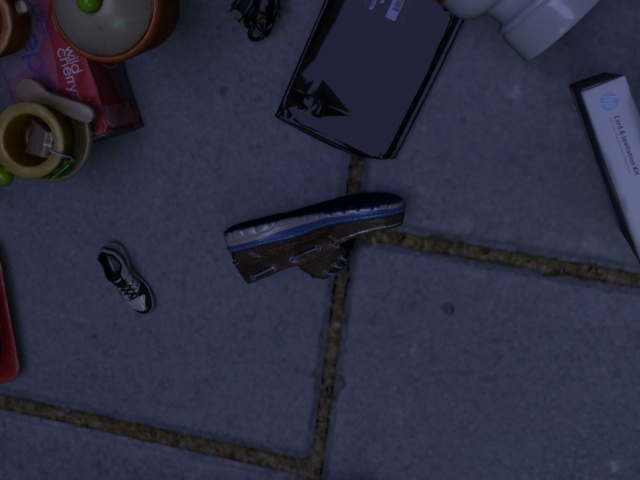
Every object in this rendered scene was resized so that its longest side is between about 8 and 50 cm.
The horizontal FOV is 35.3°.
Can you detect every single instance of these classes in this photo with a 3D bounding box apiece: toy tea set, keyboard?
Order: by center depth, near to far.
[{"bbox_3d":[-0.267,-0.157,0.866,0.200,0.124,0.336,38,105,3],"label":"toy tea set"},{"bbox_3d":[0.041,-0.245,0.919,0.201,0.033,0.317,26,104,0],"label":"keyboard"}]

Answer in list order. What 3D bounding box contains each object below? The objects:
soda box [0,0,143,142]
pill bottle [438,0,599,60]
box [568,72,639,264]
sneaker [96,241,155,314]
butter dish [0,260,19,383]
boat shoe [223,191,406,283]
[{"bbox_3d":[-0.262,-0.219,0.962,0.092,0.083,0.263,-15,96,14],"label":"soda box"},{"bbox_3d":[0.122,-0.269,0.818,0.136,0.136,0.246,-43,95,16],"label":"pill bottle"},{"bbox_3d":[0.248,-0.064,0.826,0.038,0.186,0.145,-20,95,15],"label":"box"},{"bbox_3d":[-0.201,0.042,1.021,0.032,0.037,0.083,-33,94,14],"label":"sneaker"},{"bbox_3d":[-0.412,0.089,1.034,0.160,0.118,0.160,-6,98,14],"label":"butter dish"},{"bbox_3d":[0.000,0.000,0.960,0.183,0.066,0.066,-11,103,24],"label":"boat shoe"}]
